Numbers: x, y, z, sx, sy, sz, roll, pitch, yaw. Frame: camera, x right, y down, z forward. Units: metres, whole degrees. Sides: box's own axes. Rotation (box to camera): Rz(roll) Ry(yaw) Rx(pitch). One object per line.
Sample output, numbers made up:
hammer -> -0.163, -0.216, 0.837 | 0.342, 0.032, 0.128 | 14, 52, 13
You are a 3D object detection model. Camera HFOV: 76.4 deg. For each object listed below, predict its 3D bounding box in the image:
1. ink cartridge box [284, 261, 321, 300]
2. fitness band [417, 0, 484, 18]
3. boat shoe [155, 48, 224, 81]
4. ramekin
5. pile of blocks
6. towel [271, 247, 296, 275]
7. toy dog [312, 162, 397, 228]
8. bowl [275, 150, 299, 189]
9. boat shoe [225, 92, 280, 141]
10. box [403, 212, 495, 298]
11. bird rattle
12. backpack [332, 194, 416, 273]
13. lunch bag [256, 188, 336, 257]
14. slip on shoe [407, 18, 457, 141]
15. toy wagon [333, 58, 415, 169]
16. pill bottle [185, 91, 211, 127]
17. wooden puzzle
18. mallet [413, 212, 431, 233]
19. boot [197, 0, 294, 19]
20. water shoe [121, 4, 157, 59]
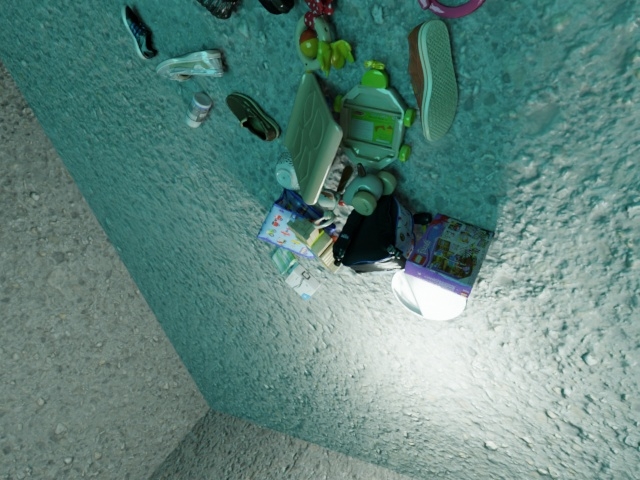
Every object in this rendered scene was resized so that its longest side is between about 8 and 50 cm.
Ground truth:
ink cartridge box -> -0.097, 0.187, 1.928 | 0.180, 0.060, 0.104 | 42, 135, 3
fitness band -> 0.315, -0.704, 1.006 | 0.209, 0.054, 0.291 | -19, 109, 40
boat shoe -> -0.511, -0.665, 1.580 | 0.320, 0.118, 0.103 | 1, 116, 28
ramekin -> 0.404, 0.152, 1.481 | 0.273, 0.127, 0.273 | 19, 136, 20
pile of blocks -> 0.000, 0.000, 1.633 | 0.149, 0.112, 0.362 | 34, 169, 41
towel -> -0.177, 0.086, 1.919 | 0.113, 0.023, 0.152 | 54, 137, 15
toy dog -> 0.090, -0.186, 1.415 | 0.334, 0.220, 0.161 | -14, 121, 33
bowl -> -0.123, -0.261, 1.612 | 0.170, 0.080, 0.170 | 19, 131, 24
boat shoe -> -0.274, -0.473, 1.558 | 0.257, 0.095, 0.095 | 37, 135, 8
box -> 0.413, 0.037, 1.288 | 0.201, 0.293, 0.057 | 23, 134, 21
bird rattle -> -0.020, -0.628, 1.251 | 0.207, 0.143, 0.253 | -6, 115, 57
backpack -> 0.212, -0.016, 1.420 | 0.277, 0.263, 0.213 | -8, 153, 40
lunch bag -> -0.086, -0.045, 1.720 | 0.293, 0.138, 0.221 | 32, 133, -4
slip on shoe -> 0.313, -0.447, 1.161 | 0.101, 0.123, 0.331 | 40, 152, 54
toy wagon -> 0.171, -0.402, 1.310 | 0.267, 0.068, 0.344 | 20, 129, 23
pill bottle -> -0.513, -0.540, 1.693 | 0.078, 0.078, 0.137 | 47, 136, -2
wooden puzzle -> -0.020, -0.348, 1.390 | 0.322, 0.081, 0.347 | 113, 146, -44
mallet -> 0.373, -0.015, 1.467 | 0.062, 0.039, 0.189 | 7, 128, 31
boot -> -0.255, -0.790, 1.288 | 0.260, 0.131, 0.348 | -36, 86, 38
water shoe -> -0.728, -0.848, 1.650 | 0.080, 0.073, 0.203 | -6, 123, 14
